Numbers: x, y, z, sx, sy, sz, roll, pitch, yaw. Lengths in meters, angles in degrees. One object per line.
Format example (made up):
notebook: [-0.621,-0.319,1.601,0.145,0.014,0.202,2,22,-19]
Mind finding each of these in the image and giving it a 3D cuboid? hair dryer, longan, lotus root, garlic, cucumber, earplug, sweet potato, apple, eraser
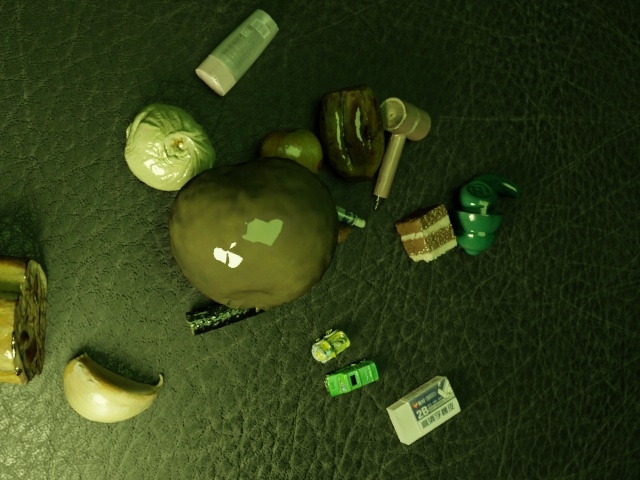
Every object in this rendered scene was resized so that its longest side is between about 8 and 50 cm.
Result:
hair dryer: [0.226,-0.257,2.018,0.189,0.106,0.344,5,105,-56]
longan: [-0.165,-0.009,1.669,0.435,0.404,0.404,-20,94,-25]
lotus root: [-0.753,0.166,1.463,0.250,0.316,0.316,9,83,-15]
garlic: [-0.527,0.377,1.636,0.244,0.145,0.164,24,46,-22]
lotus root: [0.088,-0.313,1.921,0.193,0.193,0.291,-13,97,-24]
cucumber: [-0.228,0.189,1.799,0.300,0.072,0.072,-17,93,-24]
earplug: [0.530,-0.088,2.129,0.257,0.163,0.280,5,97,-59]
sweet potato: [-0.001,-0.003,1.923,0.218,0.051,0.065,-22,97,-24]
apple: [-0.083,-0.236,1.841,0.182,0.182,0.155,-14,114,-24]
eraser: [0.321,0.525,2.016,0.210,0.068,0.125,-26,97,-22]

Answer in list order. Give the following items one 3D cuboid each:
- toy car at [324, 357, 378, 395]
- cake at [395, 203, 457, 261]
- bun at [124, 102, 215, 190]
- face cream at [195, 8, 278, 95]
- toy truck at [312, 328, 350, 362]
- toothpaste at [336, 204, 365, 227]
toy car: [0.093,0.408,1.927,0.165,0.062,0.071,-16,93,-24]
cake: [0.334,-0.021,2.025,0.134,0.135,0.147,-32,98,-25]
bun: [-0.397,-0.256,1.719,0.243,0.153,0.244,4,80,-26]
face cream: [-0.234,-0.540,1.850,0.107,0.073,0.269,40,72,-11]
toy truck: [0.031,0.312,1.899,0.111,0.077,0.076,-35,100,-22]
toothpaste: [0.038,-0.087,1.956,0.216,0.037,0.062,23,79,-15]
